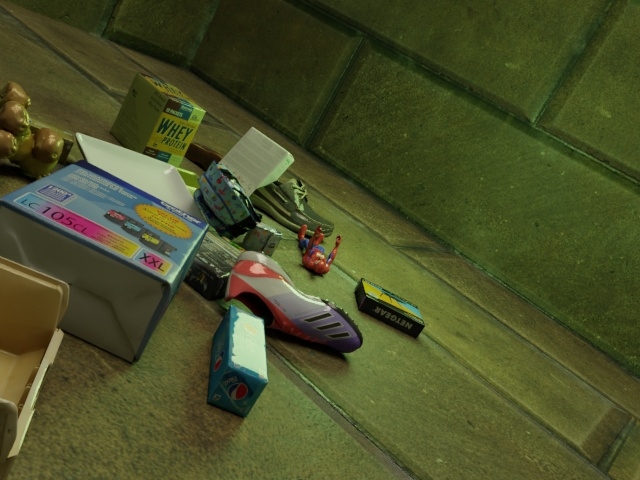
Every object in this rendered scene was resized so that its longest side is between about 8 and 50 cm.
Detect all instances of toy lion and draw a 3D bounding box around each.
[{"bbox_3d":[-0.185,0.034,1.593,0.100,0.034,0.096,37,9,27],"label":"toy lion"}]

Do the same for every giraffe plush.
[{"bbox_3d":[-0.596,-0.189,1.351,0.210,0.181,0.170,-4,-24,42],"label":"giraffe plush"}]

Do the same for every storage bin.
[{"bbox_3d":[-0.414,0.106,0.701,0.260,0.123,0.262,25,15,-18],"label":"storage bin"}]

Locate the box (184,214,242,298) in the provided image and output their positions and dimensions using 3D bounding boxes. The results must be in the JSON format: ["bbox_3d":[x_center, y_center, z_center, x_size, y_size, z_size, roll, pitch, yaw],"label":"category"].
[{"bbox_3d":[-0.255,0.029,1.412,0.231,0.056,0.183,35,14,18],"label":"box"}]

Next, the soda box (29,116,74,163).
[{"bbox_3d":[-0.658,-0.241,1.530,0.181,0.061,0.058,22,17,-29],"label":"soda box"}]

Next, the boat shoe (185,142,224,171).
[{"bbox_3d":[-0.348,-0.258,2.175,0.207,0.073,0.073,37,18,26],"label":"boat shoe"}]

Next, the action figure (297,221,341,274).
[{"bbox_3d":[0.000,0.000,1.864,0.091,0.139,0.280,25,17,-14],"label":"action figure"}]

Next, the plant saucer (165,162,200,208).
[{"bbox_3d":[-0.372,-0.152,1.822,0.188,0.045,0.188,17,19,-43],"label":"plant saucer"}]

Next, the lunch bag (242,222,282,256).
[{"bbox_3d":[-0.144,-0.002,1.703,0.083,0.071,0.053,25,17,-22],"label":"lunch bag"}]

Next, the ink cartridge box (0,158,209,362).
[{"bbox_3d":[-0.352,0.006,1.126,0.270,0.151,0.395,28,13,-8],"label":"ink cartridge box"}]

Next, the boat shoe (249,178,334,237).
[{"bbox_3d":[-0.106,-0.130,2.093,0.355,0.130,0.132,29,14,-2],"label":"boat shoe"}]

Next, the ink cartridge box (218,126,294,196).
[{"bbox_3d":[-0.216,-0.215,2.041,0.181,0.225,0.056,38,-5,31],"label":"ink cartridge box"}]

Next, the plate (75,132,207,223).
[{"bbox_3d":[-0.426,-0.128,1.584,0.278,0.045,0.277,16,26,-42],"label":"plate"}]

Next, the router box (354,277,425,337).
[{"bbox_3d":[0.180,0.176,1.779,0.179,0.046,0.133,27,15,-11],"label":"router box"}]

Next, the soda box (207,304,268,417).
[{"bbox_3d":[-0.132,0.186,1.080,0.067,0.071,0.210,27,14,-14],"label":"soda box"}]

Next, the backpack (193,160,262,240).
[{"bbox_3d":[-0.233,-0.098,1.608,0.158,0.117,0.173,56,-4,22],"label":"backpack"}]

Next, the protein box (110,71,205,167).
[{"bbox_3d":[-0.474,-0.344,1.960,0.136,0.201,0.200,12,22,-49],"label":"protein box"}]

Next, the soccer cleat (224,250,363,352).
[{"bbox_3d":[-0.053,0.151,1.342,0.318,0.108,0.116,38,50,-19],"label":"soccer cleat"}]
